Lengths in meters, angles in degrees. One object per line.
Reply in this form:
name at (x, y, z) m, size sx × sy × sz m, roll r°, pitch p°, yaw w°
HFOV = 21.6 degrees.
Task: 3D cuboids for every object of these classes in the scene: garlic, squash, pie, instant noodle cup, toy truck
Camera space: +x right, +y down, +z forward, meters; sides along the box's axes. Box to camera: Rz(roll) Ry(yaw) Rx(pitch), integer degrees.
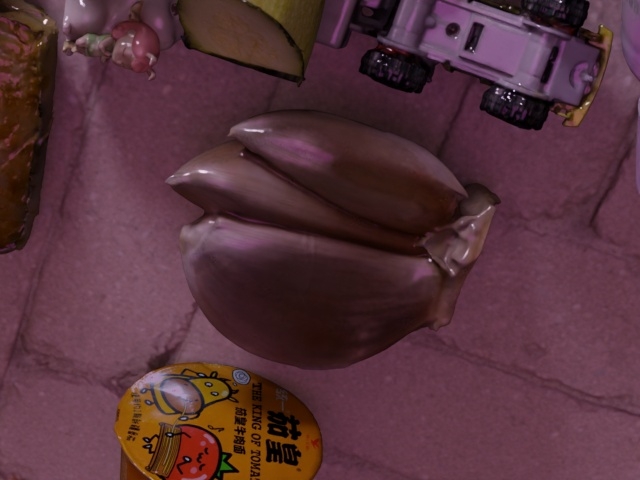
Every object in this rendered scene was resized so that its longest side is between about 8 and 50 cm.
garlic at (0.000, 0.000, 1.630) m, size 0.325 × 0.132 × 0.279 m, roll 13°, pitch 117°, yaw -8°
squash at (-0.030, -0.285, 1.437) m, size 0.137 × 0.137 × 0.288 m, roll 18°, pitch 97°, yaw -8°
pie at (-0.325, -0.104, 1.625) m, size 0.128 × 0.068 × 0.282 m, roll 13°, pitch 122°, yaw -4°
instant noodle cup at (-0.118, 0.256, 1.734) m, size 0.215 × 0.216 × 0.172 m, roll 12°, pitch 125°, yaw -4°
toy truck at (0.123, -0.192, 1.535) m, size 0.285 × 0.111 × 0.136 m, roll 19°, pitch 99°, yaw -3°

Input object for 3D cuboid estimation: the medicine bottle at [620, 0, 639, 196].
medicine bottle at (0.389, -0.179, 1.452) m, size 0.256 × 0.256 × 0.325 m, roll -2°, pitch 123°, yaw 3°

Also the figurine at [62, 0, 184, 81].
figurine at (-0.164, -0.193, 1.563) m, size 0.146 × 0.081 × 0.098 m, roll 7°, pitch 81°, yaw -2°
